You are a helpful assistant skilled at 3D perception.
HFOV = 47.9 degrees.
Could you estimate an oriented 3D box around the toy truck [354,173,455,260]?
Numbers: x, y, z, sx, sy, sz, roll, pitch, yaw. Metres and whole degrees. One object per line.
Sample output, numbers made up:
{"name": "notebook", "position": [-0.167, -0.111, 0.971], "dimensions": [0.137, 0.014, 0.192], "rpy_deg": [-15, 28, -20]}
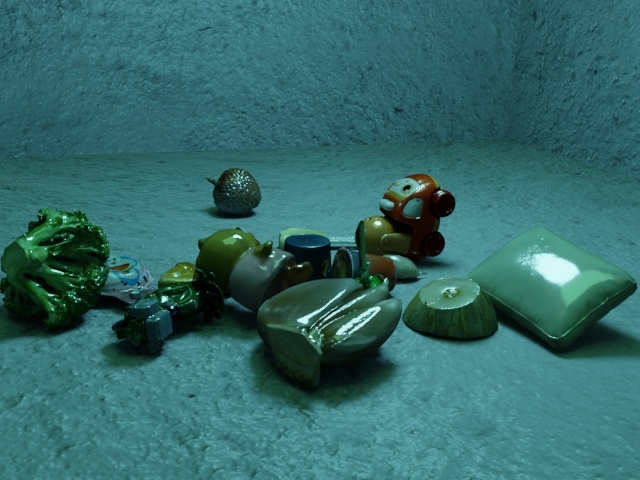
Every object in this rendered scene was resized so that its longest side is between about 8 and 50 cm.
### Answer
{"name": "toy truck", "position": [0.223, -0.063, 2.021], "dimensions": [0.239, 0.264, 0.189], "rpy_deg": [6, 13, -23]}

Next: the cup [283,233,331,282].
{"name": "cup", "position": [-0.028, 0.065, 1.737], "dimensions": [0.131, 0.155, 0.176], "rpy_deg": [6, 19, 11]}

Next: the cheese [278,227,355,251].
{"name": "cheese", "position": [0.000, 0.000, 2.125], "dimensions": [0.255, 0.050, 0.127], "rpy_deg": [1, 16, -9]}

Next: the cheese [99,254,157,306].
{"name": "cheese", "position": [-0.467, 0.103, 1.710], "dimensions": [0.189, 0.074, 0.286], "rpy_deg": [-17, 33, -42]}

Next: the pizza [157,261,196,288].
{"name": "pizza", "position": [-0.331, 0.091, 1.811], "dimensions": [0.178, 0.041, 0.131], "rpy_deg": [-11, 24, -35]}

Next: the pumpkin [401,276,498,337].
{"name": "pumpkin", "position": [0.296, 0.140, 1.629], "dimensions": [0.217, 0.110, 0.217], "rpy_deg": [2, 23, -1]}

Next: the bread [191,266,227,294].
{"name": "bread", "position": [-0.249, 0.069, 1.738], "dimensions": [0.154, 0.136, 0.054], "rpy_deg": [-10, 3, -43]}

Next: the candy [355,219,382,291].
{"name": "candy", "position": [0.093, 0.059, 1.562], "dimensions": [0.097, 0.323, 0.097], "rpy_deg": [-4, 52, 5]}

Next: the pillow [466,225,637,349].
{"name": "pillow", "position": [0.519, 0.095, 1.642], "dimensions": [0.255, 0.119, 0.322], "rpy_deg": [-34, 36, -10]}

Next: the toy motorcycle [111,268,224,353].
{"name": "toy motorcycle", "position": [-0.312, 0.145, 1.527], "dimensions": [0.187, 0.124, 0.275], "rpy_deg": [-2, 17, 21]}

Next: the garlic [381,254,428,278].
{"name": "garlic", "position": [0.201, 0.068, 1.896], "dimensions": [0.152, 0.066, 0.084], "rpy_deg": [6, 16, 19]}

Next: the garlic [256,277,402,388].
{"name": "garlic", "position": [0.008, 0.169, 1.451], "dimensions": [0.279, 0.132, 0.325], "rpy_deg": [14, 23, 31]}

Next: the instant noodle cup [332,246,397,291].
{"name": "instant noodle cup", "position": [0.111, 0.083, 1.779], "dimensions": [0.136, 0.127, 0.127], "rpy_deg": [4, 15, -23]}

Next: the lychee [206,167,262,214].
{"name": "lychee", "position": [-0.294, -0.168, 2.432], "dimensions": [0.197, 0.165, 0.165], "rpy_deg": [24, 10, -21]}

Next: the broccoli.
{"name": "broccoli", "position": [-0.592, 0.054, 1.578], "dimensions": [0.261, 0.269, 0.241], "rpy_deg": [36, 6, 23]}

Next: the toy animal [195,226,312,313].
{"name": "toy animal", "position": [-0.165, 0.065, 1.631], "dimensions": [0.281, 0.195, 0.169], "rpy_deg": [33, 43, 29]}
